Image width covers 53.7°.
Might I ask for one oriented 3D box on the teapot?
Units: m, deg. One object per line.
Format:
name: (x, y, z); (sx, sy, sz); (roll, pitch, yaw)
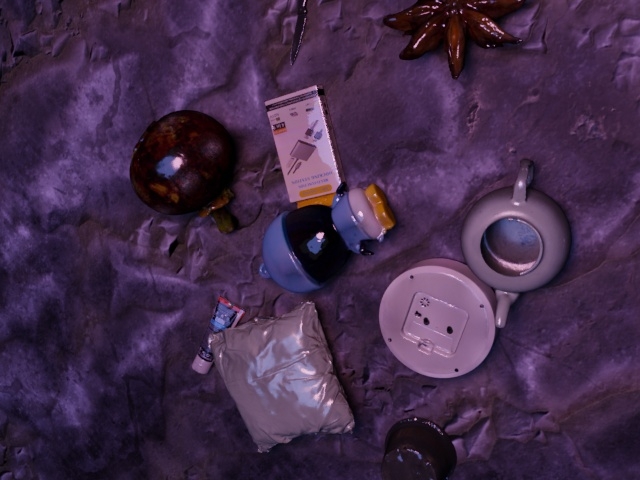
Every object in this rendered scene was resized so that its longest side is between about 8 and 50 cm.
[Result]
teapot: (0.348, 0.000, 1.135); (0.193, 0.129, 0.294); (9, 106, 21)

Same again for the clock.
clock: (0.232, 0.153, 1.246); (0.230, 0.083, 0.230); (7, 106, 25)

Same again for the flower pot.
flower pot: (0.195, 0.465, 1.316); (0.157, 0.107, 0.157); (6, 105, 22)

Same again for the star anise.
star anise: (0.243, -0.394, 1.120); (0.272, 0.102, 0.272); (-5, 74, 17)

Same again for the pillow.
pillow: (-0.080, 0.304, 1.382); (0.283, 0.138, 0.310); (-24, 88, 25)

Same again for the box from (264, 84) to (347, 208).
box: (-0.027, -0.187, 1.311); (0.129, 0.033, 0.247); (-12, 96, 25)

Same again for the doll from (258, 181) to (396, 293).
doll: (0.000, 0.000, 1.282); (0.314, 0.141, 0.177); (-28, 71, 21)

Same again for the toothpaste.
toothpaste: (-0.244, 0.227, 1.493); (0.071, 0.045, 0.193); (28, 105, 7)

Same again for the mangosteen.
mangosteen: (-0.262, -0.136, 1.345); (0.231, 0.231, 0.289); (-31, 121, 26)

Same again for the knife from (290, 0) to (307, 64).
knife: (-0.040, -0.440, 1.277); (0.023, 0.010, 0.170); (23, 111, 24)
